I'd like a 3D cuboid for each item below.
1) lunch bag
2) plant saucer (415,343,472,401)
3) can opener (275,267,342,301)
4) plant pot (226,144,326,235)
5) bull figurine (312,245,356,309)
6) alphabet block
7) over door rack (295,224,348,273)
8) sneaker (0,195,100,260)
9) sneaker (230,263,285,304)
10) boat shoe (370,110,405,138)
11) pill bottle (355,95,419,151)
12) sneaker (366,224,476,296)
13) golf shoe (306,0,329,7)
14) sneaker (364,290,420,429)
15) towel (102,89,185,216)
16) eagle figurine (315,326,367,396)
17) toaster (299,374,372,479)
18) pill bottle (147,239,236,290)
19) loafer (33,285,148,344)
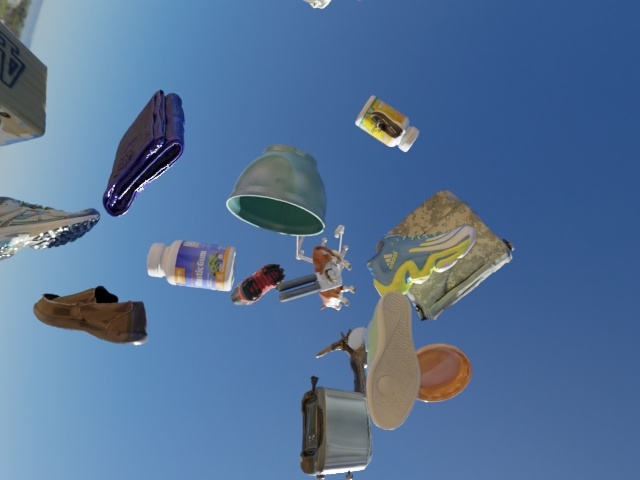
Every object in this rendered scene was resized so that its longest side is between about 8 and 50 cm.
[{"bbox_3d":[0.339,0.050,1.205,0.305,0.213,0.256,-38,-144,4],"label":"lunch bag"},{"bbox_3d":[0.325,0.369,1.223,0.200,0.199,0.037,-56,-166,19],"label":"plant saucer"},{"bbox_3d":[-0.038,0.166,1.595,0.093,0.280,0.074,-39,-111,51],"label":"can opener"},{"bbox_3d":[-0.110,-0.157,1.279,0.292,0.292,0.197,-7,-115,48],"label":"plant pot"},{"bbox_3d":[0.048,0.170,1.781,0.188,0.101,0.311,5,-61,45],"label":"bull figurine"},{"bbox_3d":[-0.684,-0.313,0.840,0.192,0.197,0.194,-14,-109,3],"label":"alphabet block"},{"bbox_3d":[0.000,0.000,1.967,0.239,0.324,0.108,18,-126,17],"label":"over door rack"},{"bbox_3d":[-0.624,-0.045,0.922,0.110,0.282,0.122,-31,-98,47],"label":"sneaker"},{"bbox_3d":[-0.246,0.172,1.675,0.135,0.276,0.098,-32,-89,34],"label":"sneaker"},{"bbox_3d":[0.189,-0.337,1.262,0.038,0.046,0.125,-42,-115,-14],"label":"boat shoe"},{"bbox_3d":[0.238,-0.406,1.522,0.118,0.208,0.117,-57,-178,3],"label":"pill bottle"},{"bbox_3d":[0.201,0.018,0.903,0.240,0.126,0.091,-37,-175,5],"label":"sneaker"},{"bbox_3d":[-0.036,-0.524,0.869,0.272,0.120,0.105,-5,-137,12],"label":"golf shoe"},{"bbox_3d":[0.131,0.245,0.847,0.151,0.094,0.256,100,1,-56],"label":"sneaker"},{"bbox_3d":[-0.401,-0.214,0.974,0.227,0.076,0.308,-40,-143,12],"label":"towel"},{"bbox_3d":[0.169,0.482,1.625,0.226,0.225,0.298,-44,-116,11],"label":"eagle figurine"},{"bbox_3d":[0.036,0.450,1.045,0.129,0.146,0.227,132,-35,-50],"label":"toaster"},{"bbox_3d":[-0.427,0.080,1.450,0.152,0.271,0.153,-173,-90,-85],"label":"pill bottle"},{"bbox_3d":[-0.614,0.188,1.183,0.365,0.134,0.130,9,-100,17],"label":"loafer"}]
